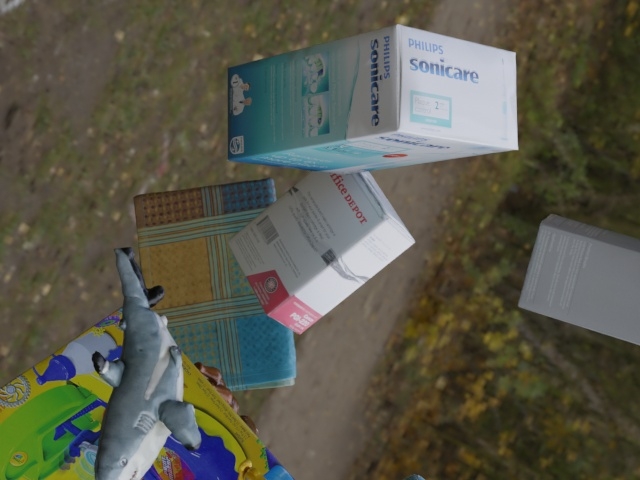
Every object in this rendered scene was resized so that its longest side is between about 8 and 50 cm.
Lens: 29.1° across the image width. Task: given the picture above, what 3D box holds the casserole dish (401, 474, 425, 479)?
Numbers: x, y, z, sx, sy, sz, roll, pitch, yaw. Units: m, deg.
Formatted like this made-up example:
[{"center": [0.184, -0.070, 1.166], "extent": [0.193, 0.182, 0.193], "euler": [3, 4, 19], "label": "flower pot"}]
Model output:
[{"center": [0.199, 0.474, 2.179], "extent": [0.037, 0.114, 0.188], "euler": [-47, -164, 6], "label": "casserole dish"}]

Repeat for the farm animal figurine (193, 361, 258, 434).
[{"center": [-0.225, 0.341, 1.779], "extent": [0.172, 0.326, 0.330], "euler": [40, 71, -41], "label": "farm animal figurine"}]

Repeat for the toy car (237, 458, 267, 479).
[{"center": [-0.076, 0.232, 0.941], "extent": [0.060, 0.040, 0.122], "euler": [-5, 120, -45], "label": "toy car"}]

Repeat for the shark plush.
[{"center": [-0.127, 0.088, 0.853], "extent": [0.067, 0.073, 0.161], "euler": [-2, 100, -36], "label": "shark plush"}]

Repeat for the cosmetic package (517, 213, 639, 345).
[{"center": [0.397, 0.059, 1.648], "extent": [0.107, 0.238, 0.127], "euler": [-28, 135, -69], "label": "cosmetic package"}]

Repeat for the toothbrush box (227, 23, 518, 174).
[{"center": [0.060, -0.162, 1.497], "extent": [0.216, 0.295, 0.126], "euler": [4, 83, -44], "label": "toothbrush box"}]

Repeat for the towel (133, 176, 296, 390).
[{"center": [-0.189, 0.087, 2.193], "extent": [0.040, 0.271, 0.370], "euler": [7, 77, -79], "label": "towel"}]

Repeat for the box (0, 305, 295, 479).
[{"center": [-0.217, 0.271, 1.257], "extent": [0.279, 0.290, 0.177], "euler": [-36, 167, -34], "label": "box"}]

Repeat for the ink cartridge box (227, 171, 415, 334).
[{"center": [0.000, 0.000, 1.729], "extent": [0.218, 0.158, 0.092], "euler": [-40, 140, 11], "label": "ink cartridge box"}]
